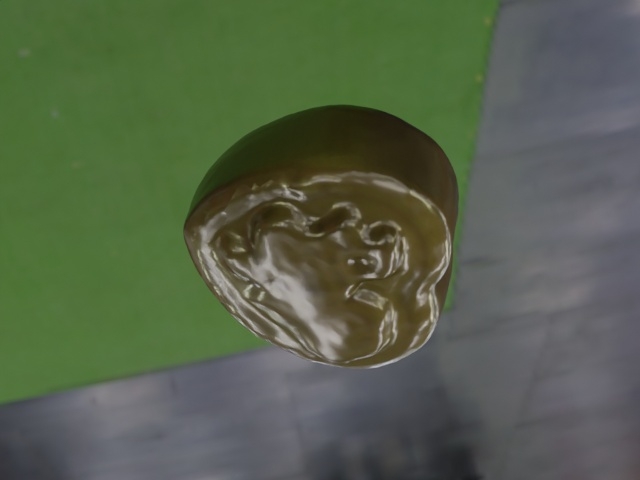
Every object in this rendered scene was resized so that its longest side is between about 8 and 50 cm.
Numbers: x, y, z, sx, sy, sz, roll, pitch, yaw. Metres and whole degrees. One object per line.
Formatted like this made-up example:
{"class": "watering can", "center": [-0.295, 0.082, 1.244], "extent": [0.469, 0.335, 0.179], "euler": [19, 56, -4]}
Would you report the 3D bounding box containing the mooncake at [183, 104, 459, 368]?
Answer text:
{"class": "mooncake", "center": [0.000, 0.000, 1.572], "extent": [0.234, 0.117, 0.235], "euler": [8, 135, 8]}
